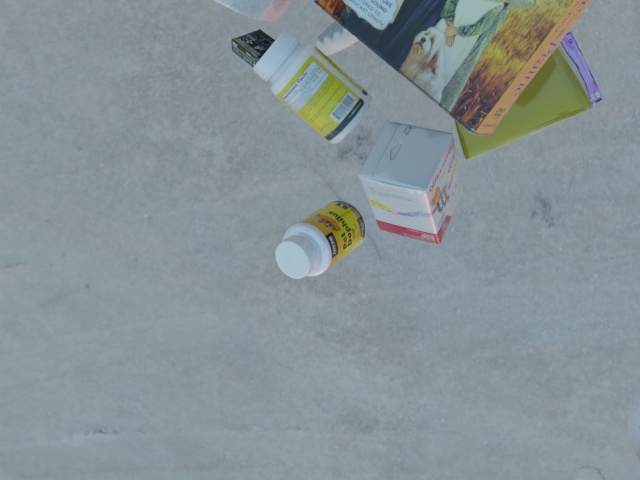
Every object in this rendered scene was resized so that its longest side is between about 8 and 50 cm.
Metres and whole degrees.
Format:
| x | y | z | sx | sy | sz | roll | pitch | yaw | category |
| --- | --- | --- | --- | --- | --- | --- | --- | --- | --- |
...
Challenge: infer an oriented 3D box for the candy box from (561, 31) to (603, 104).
| x | y | z | sx | sy | sz | roll | pitch | yaw | category |
| --- | --- | --- | --- | --- | --- | --- | --- | --- | --- |
| 0.483 | -0.331 | 1.387 | 0.070 | 0.196 | 0.164 | -24 | 93 | 55 | candy box |

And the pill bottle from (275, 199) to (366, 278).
| x | y | z | sx | sy | sz | roll | pitch | yaw | category |
| --- | --- | --- | --- | --- | --- | --- | --- | --- | --- |
| 0.000 | 0.000 | 1.395 | 0.117 | 0.215 | 0.117 | 16 | 120 | 29 | pill bottle |

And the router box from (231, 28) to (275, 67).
| x | y | z | sx | sy | sz | roll | pitch | yaw | category |
| --- | --- | --- | --- | --- | --- | --- | --- | --- | --- |
| -0.161 | -0.498 | 1.729 | 0.122 | 0.092 | 0.038 | 43 | 148 | 32 | router box |

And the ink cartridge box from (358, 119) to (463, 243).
| x | y | z | sx | sy | sz | roll | pitch | yaw | category |
| --- | --- | --- | --- | --- | --- | --- | --- | --- | --- |
| 0.164 | -0.102 | 1.171 | 0.128 | 0.128 | 0.176 | 16 | 156 | 27 | ink cartridge box |

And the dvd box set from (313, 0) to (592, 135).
| x | y | z | sx | sy | sz | roll | pitch | yaw | category |
| --- | --- | --- | --- | --- | --- | --- | --- | --- | --- |
| 0.206 | -0.381 | 0.778 | 0.307 | 0.062 | 0.420 | 46 | 121 | 19 | dvd box set |

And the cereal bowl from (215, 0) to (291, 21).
| x | y | z | sx | sy | sz | roll | pitch | yaw | category |
| --- | --- | --- | --- | --- | --- | --- | --- | --- | --- |
| -0.176 | -0.589 | 1.280 | 0.339 | 0.339 | 0.141 | 35 | 121 | -9 | cereal bowl |

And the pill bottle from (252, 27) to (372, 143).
| x | y | z | sx | sy | sz | roll | pitch | yaw | category |
| --- | --- | --- | --- | --- | --- | --- | --- | --- | --- |
| -0.016 | -0.289 | 1.238 | 0.209 | 0.119 | 0.119 | 39 | 123 | -13 | pill bottle |

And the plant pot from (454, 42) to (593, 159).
| x | y | z | sx | sy | sz | roll | pitch | yaw | category |
| --- | --- | --- | --- | --- | --- | --- | --- | --- | --- |
| 0.320 | -0.288 | 1.133 | 0.212 | 0.212 | 0.187 | -21 | 105 | 26 | plant pot |

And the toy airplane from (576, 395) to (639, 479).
| x | y | z | sx | sy | sz | roll | pitch | yaw | category |
| --- | --- | --- | --- | --- | --- | --- | --- | --- | --- |
| 0.315 | 0.249 | 0.525 | 0.385 | 0.386 | 0.272 | -23 | 71 | 15 | toy airplane |

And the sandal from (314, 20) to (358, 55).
| x | y | z | sx | sy | sz | roll | pitch | yaw | category |
| --- | --- | --- | --- | --- | --- | --- | --- | --- | --- |
| 0.162 | -0.424 | 1.274 | 0.416 | 0.169 | 0.102 | 1 | 134 | 51 | sandal |
